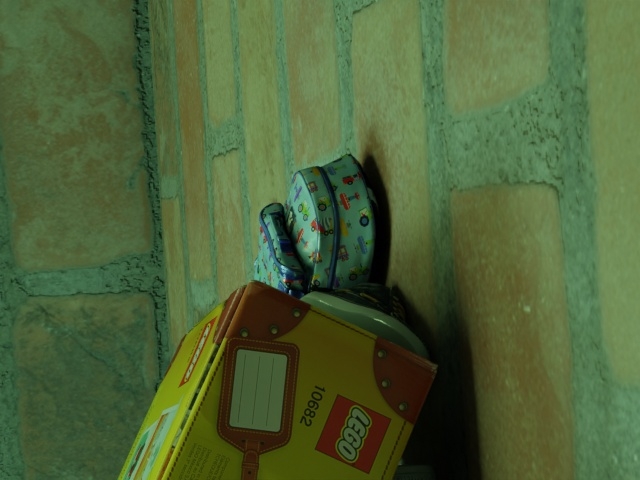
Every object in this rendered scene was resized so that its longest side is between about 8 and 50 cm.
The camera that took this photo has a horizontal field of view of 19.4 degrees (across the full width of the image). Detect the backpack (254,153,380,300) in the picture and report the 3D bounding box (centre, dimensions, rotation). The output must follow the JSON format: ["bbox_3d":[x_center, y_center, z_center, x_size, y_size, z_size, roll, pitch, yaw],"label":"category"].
[{"bbox_3d":[0.000,0.000,1.980,0.158,0.117,0.173,-108,21,-48],"label":"backpack"}]

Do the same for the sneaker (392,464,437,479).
[{"bbox_3d":[0.053,0.290,1.855,0.258,0.094,0.091,121,149,-69],"label":"sneaker"}]

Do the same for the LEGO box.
[{"bbox_3d":[-0.114,0.321,1.732,0.500,0.193,0.372,-67,8,-14],"label":"LEGO box"}]

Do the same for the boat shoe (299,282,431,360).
[{"bbox_3d":[0.063,0.083,1.844,0.183,0.083,0.065,25,122,46],"label":"boat shoe"}]
